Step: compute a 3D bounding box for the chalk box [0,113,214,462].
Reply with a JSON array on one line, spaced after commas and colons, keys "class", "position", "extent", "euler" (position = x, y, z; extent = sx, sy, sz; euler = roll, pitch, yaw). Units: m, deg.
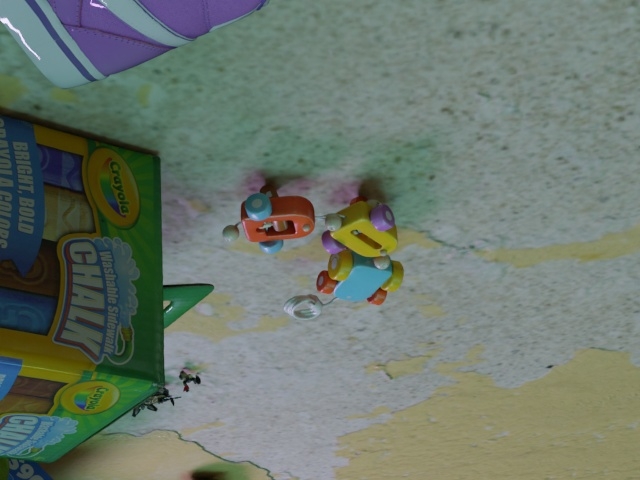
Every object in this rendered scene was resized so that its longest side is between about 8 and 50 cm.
[{"class": "chalk box", "position": [-0.216, 0.037, 0.785], "extent": [0.289, 0.179, 0.180], "euler": [15, 146, -31]}]

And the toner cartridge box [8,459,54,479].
[{"class": "toner cartridge box", "position": [-0.392, 0.382, 1.352], "extent": [0.165, 0.075, 0.348], "euler": [45, 129, 1]}]

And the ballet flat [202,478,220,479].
[{"class": "ballet flat", "position": [-0.141, 0.359, 1.492], "extent": [0.067, 0.073, 0.206], "euler": [-14, 156, -13]}]

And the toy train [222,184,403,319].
[{"class": "toy train", "position": [0.000, 0.000, 0.894], "extent": [0.125, 0.046, 0.166], "euler": [-9, 148, 9]}]

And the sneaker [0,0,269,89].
[{"class": "sneaker", "position": [-0.102, -0.177, 0.516], "extent": [0.161, 0.102, 0.282], "euler": [-15, 160, 10]}]

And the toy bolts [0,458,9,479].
[{"class": "toy bolts", "position": [-0.362, 0.090, 0.958], "extent": [0.218, 0.159, 0.228], "euler": [25, -177, 37]}]

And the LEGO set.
[{"class": "LEGO set", "position": [-0.159, 0.149, 1.162], "extent": [0.083, 0.023, 0.054], "euler": [-24, 150, 7]}]
